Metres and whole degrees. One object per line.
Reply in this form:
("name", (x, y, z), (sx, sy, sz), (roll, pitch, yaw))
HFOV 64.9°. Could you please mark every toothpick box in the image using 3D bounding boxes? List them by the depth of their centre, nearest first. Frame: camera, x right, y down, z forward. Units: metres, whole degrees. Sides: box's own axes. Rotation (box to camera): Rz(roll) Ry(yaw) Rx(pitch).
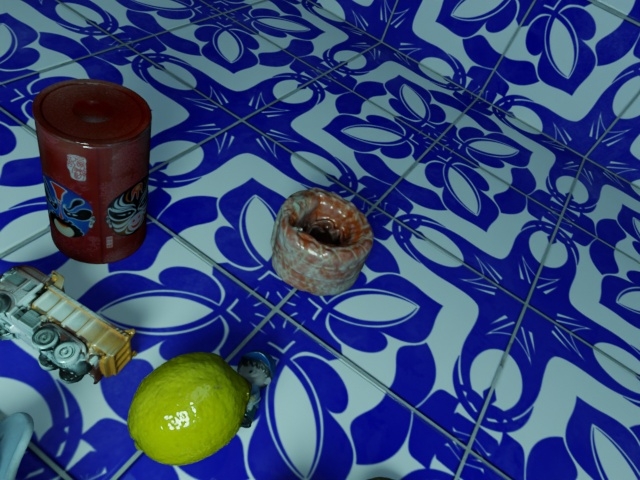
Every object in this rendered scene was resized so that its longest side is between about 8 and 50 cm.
("toothpick box", (-0.456, -0.130, 1.029), (0.204, 0.333, 0.204), (11, 45, -11))

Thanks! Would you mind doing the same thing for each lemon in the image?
("lemon", (-0.222, 0.281, 0.849), (0.180, 0.193, 0.180), (55, 16, -24))

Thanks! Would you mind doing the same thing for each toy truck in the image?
("toy truck", (-0.476, 0.151, 0.915), (0.271, 0.114, 0.135), (30, 49, 7))

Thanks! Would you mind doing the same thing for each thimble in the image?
("thimble", (0.000, 0.000, 1.207), (0.239, 0.162, 0.239), (12, 46, -12))

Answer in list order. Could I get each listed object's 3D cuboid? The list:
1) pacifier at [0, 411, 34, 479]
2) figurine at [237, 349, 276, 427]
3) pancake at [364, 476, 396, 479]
("pacifier", (-0.436, 0.395, 0.678), (0.233, 0.244, 0.299), (37, 12, -29))
("figurine", (-0.131, 0.278, 0.957), (0.087, 0.086, 0.149), (42, 45, -37))
("pancake", (0.154, 0.495, 0.834), (0.223, 0.042, 0.236), (17, 26, -50))
